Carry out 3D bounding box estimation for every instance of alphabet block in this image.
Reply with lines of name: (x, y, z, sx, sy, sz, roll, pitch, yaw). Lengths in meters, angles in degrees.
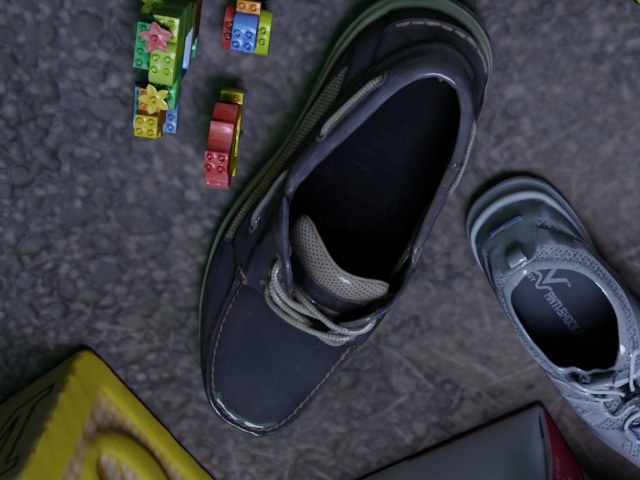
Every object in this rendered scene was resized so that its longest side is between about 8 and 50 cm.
alphabet block: (-0.210, 0.236, 0.949, 0.197, 0.193, 0.192, -34, 110, 19)

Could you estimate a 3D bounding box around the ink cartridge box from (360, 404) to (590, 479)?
ink cartridge box: (0.150, 0.313, 0.989, 0.226, 0.131, 0.306, -28, 109, 17)

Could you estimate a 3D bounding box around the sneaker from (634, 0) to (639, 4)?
sneaker: (0.176, -0.272, 0.726, 0.123, 0.109, 0.296, -33, 112, 2)

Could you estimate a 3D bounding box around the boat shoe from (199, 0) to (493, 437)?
boat shoe: (0.000, 0.000, 0.847, 0.132, 0.130, 0.355, 22, 116, -5)

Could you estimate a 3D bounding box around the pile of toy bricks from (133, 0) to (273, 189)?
pile of toy bricks: (-0.093, -0.134, 0.804, 0.118, 0.105, 0.212, 8, 116, 1)

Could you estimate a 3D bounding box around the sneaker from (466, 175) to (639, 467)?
sneaker: (0.197, 0.089, 0.880, 0.105, 0.115, 0.281, -39, 107, 21)
